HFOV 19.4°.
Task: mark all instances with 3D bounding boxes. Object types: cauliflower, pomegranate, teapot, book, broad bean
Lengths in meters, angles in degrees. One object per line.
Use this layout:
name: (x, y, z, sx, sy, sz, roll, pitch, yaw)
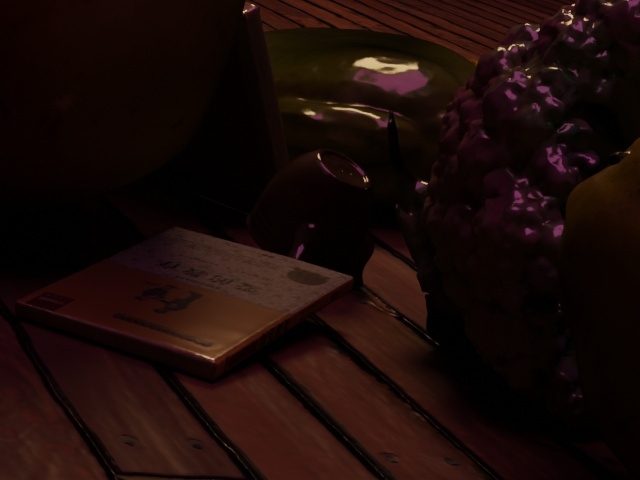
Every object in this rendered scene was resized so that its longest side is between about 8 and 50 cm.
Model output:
cauliflower: (0.186, -0.014, 1.017, 0.315, 0.239, 0.256, 13, 0, 2)
pomegranate: (-0.190, -0.162, 1.112, 0.319, 0.319, 0.319, 11, 13, -3)
teapot: (0.000, 0.000, 1.126, 0.085, 0.080, 0.110, 30, 25, -10)
book: (-0.068, 0.029, 1.008, 0.118, 0.012, 0.172, 15, 19, 21)
broad bean: (0.025, -0.098, 1.443, 0.238, 0.119, 0.291, -4, 15, -22)
book: (-0.121, -0.112, 1.294, 0.242, 0.170, 0.018, 21, 46, 36)

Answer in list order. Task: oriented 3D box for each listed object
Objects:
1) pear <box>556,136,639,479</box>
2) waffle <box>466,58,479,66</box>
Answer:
pear: (0.230, 0.042, 0.814, 0.269, 0.212, 0.212, 33, 19, 17)
waffle: (0.186, -0.142, 1.874, 0.197, 0.070, 0.193, 1, 16, -37)
